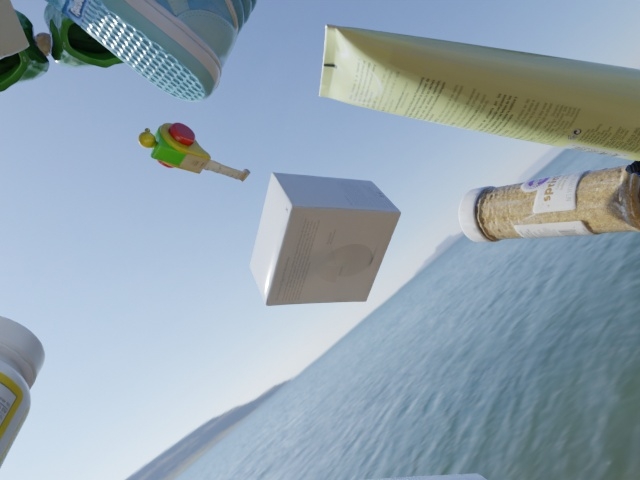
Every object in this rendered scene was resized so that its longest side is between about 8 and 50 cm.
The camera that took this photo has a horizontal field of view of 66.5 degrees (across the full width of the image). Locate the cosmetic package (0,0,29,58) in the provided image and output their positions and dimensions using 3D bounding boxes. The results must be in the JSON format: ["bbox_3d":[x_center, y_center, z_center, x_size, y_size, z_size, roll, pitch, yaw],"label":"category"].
[{"bbox_3d":[-0.414,-0.177,0.262,0.284,0.377,0.097,-44,-14,-31],"label":"cosmetic package"}]

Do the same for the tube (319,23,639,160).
[{"bbox_3d":[0.119,-0.105,0.341,0.062,0.240,0.070,-82,0,-52],"label":"tube"}]

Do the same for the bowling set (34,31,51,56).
[{"bbox_3d":[-0.456,-0.493,0.888,0.199,0.154,0.286,73,-157,-56],"label":"bowling set"}]

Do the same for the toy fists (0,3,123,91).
[{"bbox_3d":[-0.382,-0.276,0.674,0.279,0.142,0.096,-21,-44,-17],"label":"toy fists"}]

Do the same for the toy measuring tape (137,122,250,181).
[{"bbox_3d":[-0.338,-0.240,1.315,0.330,0.121,0.121,10,-48,-48],"label":"toy measuring tape"}]

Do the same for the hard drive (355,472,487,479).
[{"bbox_3d":[0.110,0.518,0.806,0.353,0.232,0.047,4,-5,-15],"label":"hard drive"}]

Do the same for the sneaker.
[{"bbox_3d":[-0.206,-0.331,0.535,0.127,0.319,0.208,3,60,49],"label":"sneaker"}]

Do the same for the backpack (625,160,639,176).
[{"bbox_3d":[0.459,-0.111,0.591,0.084,0.105,0.114,7,-66,-40],"label":"backpack"}]

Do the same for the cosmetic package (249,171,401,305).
[{"bbox_3d":[0.000,0.000,0.964,0.225,0.138,0.224,1,-57,-27],"label":"cosmetic package"}]

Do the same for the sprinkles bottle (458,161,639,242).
[{"bbox_3d":[0.434,-0.063,0.926,0.121,0.121,0.355,-35,15,-28],"label":"sprinkles bottle"}]

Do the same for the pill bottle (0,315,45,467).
[{"bbox_3d":[-0.330,0.169,0.419,0.119,0.119,0.208,-45,26,24],"label":"pill bottle"}]
